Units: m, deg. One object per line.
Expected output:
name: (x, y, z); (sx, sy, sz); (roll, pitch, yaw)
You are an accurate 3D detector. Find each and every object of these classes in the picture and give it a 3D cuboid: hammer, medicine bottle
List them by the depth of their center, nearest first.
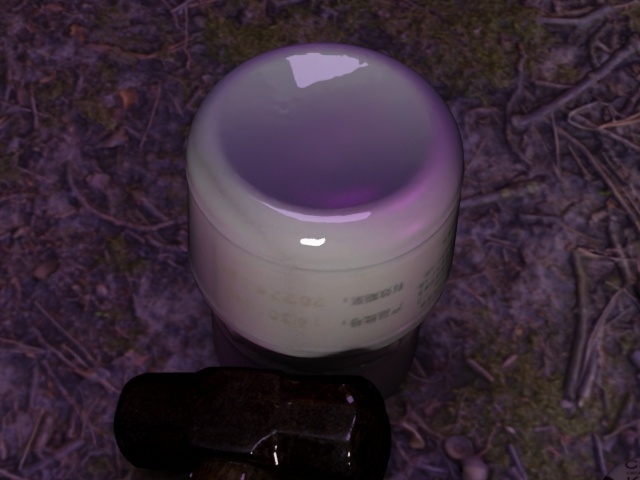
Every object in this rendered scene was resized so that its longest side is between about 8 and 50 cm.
hammer: (-0.110, 0.287, 1.596); (0.242, 0.095, 0.409); (4, 56, 27)
medicine bottle: (0.000, 0.000, 1.719); (0.241, 0.302, 0.241); (1, 51, -2)

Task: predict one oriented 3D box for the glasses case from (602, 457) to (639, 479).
glasses case: (0.283, 0.337, 1.595); (0.137, 0.085, 0.355); (10, 52, 5)
